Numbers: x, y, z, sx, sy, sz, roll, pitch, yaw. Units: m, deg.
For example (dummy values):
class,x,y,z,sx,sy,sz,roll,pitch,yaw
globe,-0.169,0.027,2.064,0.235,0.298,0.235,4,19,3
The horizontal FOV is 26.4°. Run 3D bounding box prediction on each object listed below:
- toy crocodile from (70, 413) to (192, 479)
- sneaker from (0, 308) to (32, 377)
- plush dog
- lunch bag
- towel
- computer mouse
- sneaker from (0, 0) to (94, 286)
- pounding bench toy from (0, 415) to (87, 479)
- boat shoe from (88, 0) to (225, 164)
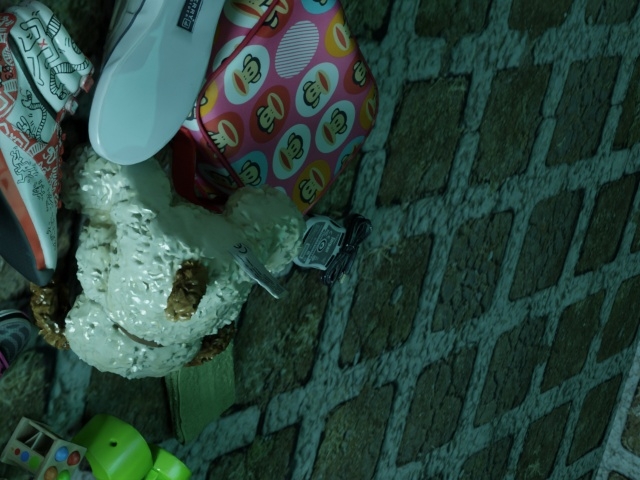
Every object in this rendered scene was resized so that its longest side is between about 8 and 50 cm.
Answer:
class,x,y,z,sx,sy,sz,roll,pitch,yaw
toy crocodile,-0.204,0.316,1.616,0.115,0.105,0.340,-53,152,-20
sneaker,-0.329,0.138,1.310,0.170,0.075,0.063,-46,144,-29
plush dog,-0.162,0.055,1.356,0.262,0.210,0.225,17,133,-20
lunch bag,-0.067,-0.140,1.467,0.258,0.120,0.293,-54,148,-17
towel,-0.146,0.169,1.656,0.110,0.027,0.148,-39,139,-37
computer mouse,0.000,0.000,1.747,0.106,0.042,0.193,-61,155,3
sneaker,-0.256,-0.088,1.246,0.145,0.090,0.270,-43,140,-28
pounding bench toy,-0.297,0.240,1.439,0.083,0.065,0.052,-61,149,-6
boat shoe,-0.162,-0.200,1.303,0.096,0.088,0.267,21,84,-39
